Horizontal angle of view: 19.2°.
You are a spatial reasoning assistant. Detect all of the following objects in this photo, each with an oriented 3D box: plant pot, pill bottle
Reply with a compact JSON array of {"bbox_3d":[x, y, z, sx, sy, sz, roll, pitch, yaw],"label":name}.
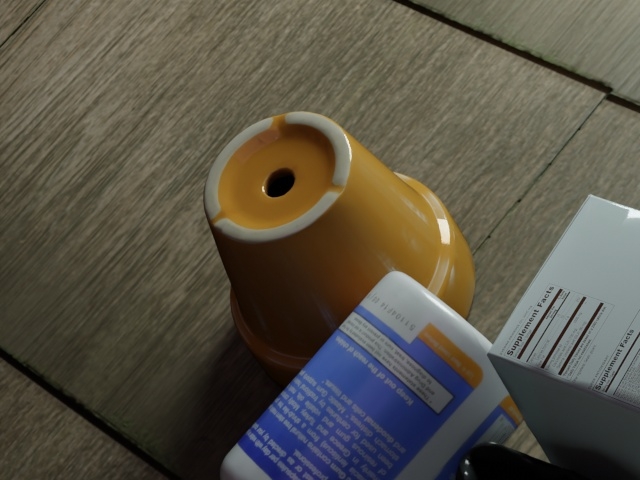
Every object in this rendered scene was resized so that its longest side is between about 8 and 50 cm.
[{"bbox_3d":[0.000,0.000,1.543,0.205,0.188,0.205,-14,51,18],"label":"plant pot"},{"bbox_3d":[0.021,0.169,1.425,0.272,0.152,0.152,-48,49,-4],"label":"pill bottle"}]

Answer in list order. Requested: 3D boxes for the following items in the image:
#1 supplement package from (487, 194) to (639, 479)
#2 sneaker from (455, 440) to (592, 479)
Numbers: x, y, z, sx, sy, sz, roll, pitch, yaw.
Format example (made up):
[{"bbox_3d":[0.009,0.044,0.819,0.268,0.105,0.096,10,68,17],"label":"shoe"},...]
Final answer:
[{"bbox_3d":[0.262,0.102,1.328,0.203,0.194,0.149,21,67,36],"label":"supplement package"},{"bbox_3d":[0.202,0.229,1.310,0.286,0.130,0.109,21,66,36],"label":"sneaker"}]
